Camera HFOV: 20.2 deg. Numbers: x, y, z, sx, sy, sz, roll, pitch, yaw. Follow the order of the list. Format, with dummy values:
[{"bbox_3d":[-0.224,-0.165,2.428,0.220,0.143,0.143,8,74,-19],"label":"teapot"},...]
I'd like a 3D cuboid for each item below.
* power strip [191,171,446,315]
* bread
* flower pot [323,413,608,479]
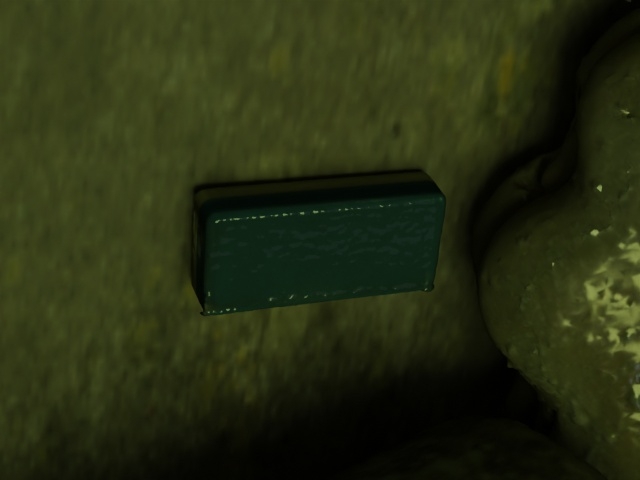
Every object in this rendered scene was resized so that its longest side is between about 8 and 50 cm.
[{"bbox_3d":[0.000,0.000,0.861,0.123,0.032,0.056,-5,121,-17],"label":"power strip"},{"bbox_3d":[0.182,-0.005,0.861,0.183,0.102,0.337,25,114,-13],"label":"bread"},{"bbox_3d":[0.011,0.255,0.845,0.330,0.293,0.294,-38,128,-25],"label":"flower pot"}]
